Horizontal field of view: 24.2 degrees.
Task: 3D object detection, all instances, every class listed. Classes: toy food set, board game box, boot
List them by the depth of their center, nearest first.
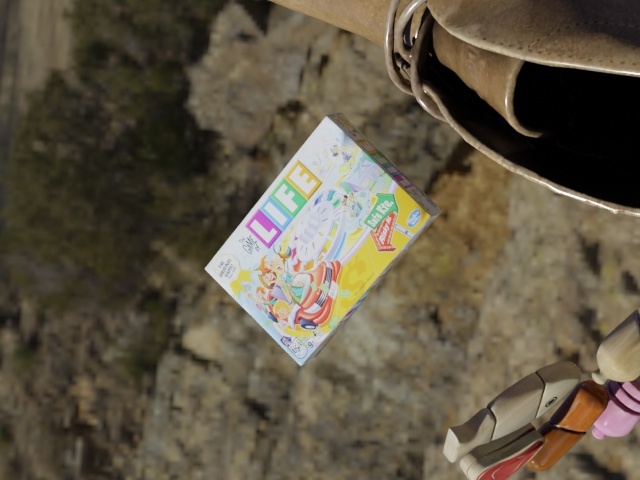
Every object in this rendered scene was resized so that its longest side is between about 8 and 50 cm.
[{"bbox_3d":[0.046,-0.087,0.460,0.115,0.305,0.112,-49,-36,-36],"label":"boot"},{"bbox_3d":[0.102,0.065,0.575,0.019,0.122,0.078,51,164,29],"label":"toy food set"},{"bbox_3d":[0.000,0.000,1.068,0.154,0.103,0.026,-51,-13,23],"label":"board game box"}]
